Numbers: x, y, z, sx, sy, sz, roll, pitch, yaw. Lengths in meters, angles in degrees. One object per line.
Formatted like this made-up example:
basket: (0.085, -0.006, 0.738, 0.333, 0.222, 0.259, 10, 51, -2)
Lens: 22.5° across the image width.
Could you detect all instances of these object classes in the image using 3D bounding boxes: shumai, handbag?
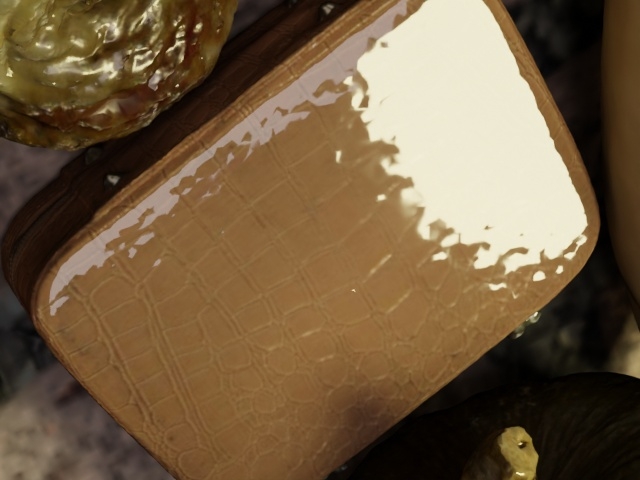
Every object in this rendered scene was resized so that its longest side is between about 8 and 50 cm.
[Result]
shumai: (-0.081, -0.097, 0.503, 0.123, 0.105, 0.139, -14, 118, -12)
handbag: (0.000, 0.000, 0.576, 0.193, 0.072, 0.151, -41, 114, -7)

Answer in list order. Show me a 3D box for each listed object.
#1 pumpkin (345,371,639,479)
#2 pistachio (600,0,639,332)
pumpkin: (0.077, 0.131, 0.552, 0.219, 0.219, 0.162, -29, 117, -9)
pistachio: (0.196, -0.060, 0.564, 0.187, 0.187, 0.299, -13, 114, -15)
